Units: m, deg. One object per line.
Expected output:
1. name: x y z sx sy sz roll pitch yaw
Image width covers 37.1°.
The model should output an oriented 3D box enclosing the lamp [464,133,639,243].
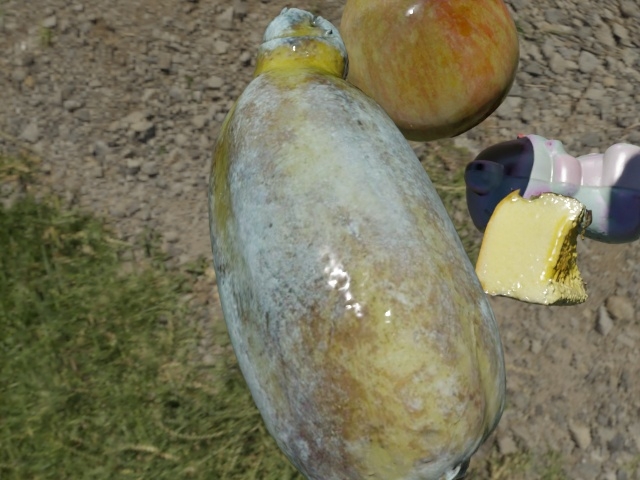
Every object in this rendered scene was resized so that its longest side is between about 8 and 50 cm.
1. lamp: 0.398 -0.058 1.637 0.301 0.247 0.247 6 84 17

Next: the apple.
1. apple: 0.153 -0.282 1.378 0.257 0.256 0.234 -5 137 26

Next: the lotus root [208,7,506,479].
1. lotus root: 0.000 0.000 0.573 0.140 0.158 0.322 -18 69 -8

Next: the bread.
1. bread: 0.322 0.011 1.383 0.140 0.169 0.160 11 92 33
